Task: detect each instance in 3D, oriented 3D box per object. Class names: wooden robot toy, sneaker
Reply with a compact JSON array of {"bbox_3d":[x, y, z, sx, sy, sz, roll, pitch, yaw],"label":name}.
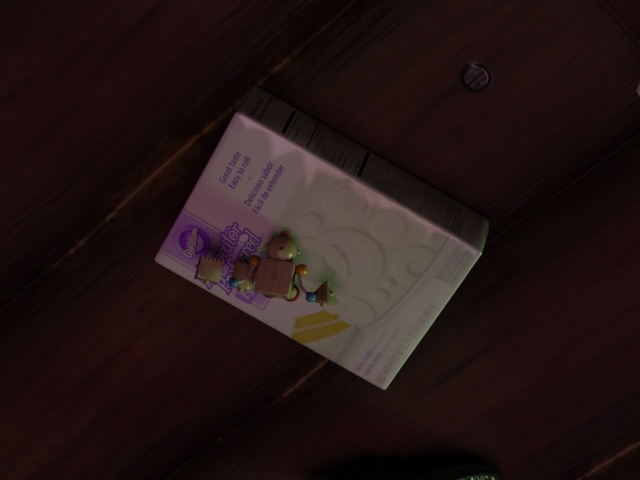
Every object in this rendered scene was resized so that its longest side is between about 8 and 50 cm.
[{"bbox_3d":[-0.056,0.027,1.741,0.173,0.076,0.079,11,84,7],"label":"wooden robot toy"},{"bbox_3d":[0.093,0.333,1.943,0.286,0.130,0.109,-13,124,-6],"label":"sneaker"}]

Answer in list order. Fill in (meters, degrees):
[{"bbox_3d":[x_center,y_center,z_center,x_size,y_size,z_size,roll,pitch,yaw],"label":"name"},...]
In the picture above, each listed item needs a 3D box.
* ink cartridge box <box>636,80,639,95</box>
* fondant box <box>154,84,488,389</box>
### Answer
[{"bbox_3d":[0.479,-0.227,1.513,0.201,0.117,0.278,35,123,24],"label":"ink cartridge box"},{"bbox_3d":[0.000,0.000,1.792,0.330,0.096,0.238,30,120,-3],"label":"fondant box"}]
